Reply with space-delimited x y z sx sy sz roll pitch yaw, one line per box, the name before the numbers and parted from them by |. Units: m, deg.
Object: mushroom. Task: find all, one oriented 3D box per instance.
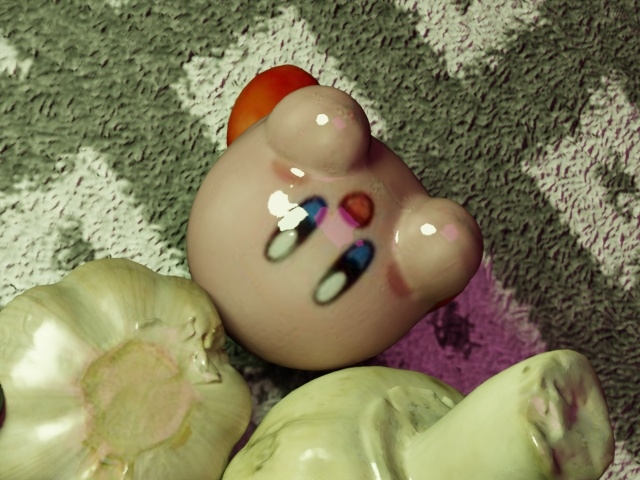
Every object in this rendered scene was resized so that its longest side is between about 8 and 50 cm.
mushroom | 0.094 0.211 1.327 0.314 0.336 0.314 25 47 -30

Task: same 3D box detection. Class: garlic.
garlic | -0.171 0.126 1.357 0.227 0.152 0.228 5 75 -19

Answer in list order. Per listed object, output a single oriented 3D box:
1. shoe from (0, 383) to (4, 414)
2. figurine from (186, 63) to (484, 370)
shoe | -0.314 0.154 1.285 0.049 0.179 0.071 12 42 -59
figurine | -0.004 0.003 1.452 0.211 0.261 0.269 -45 96 0
